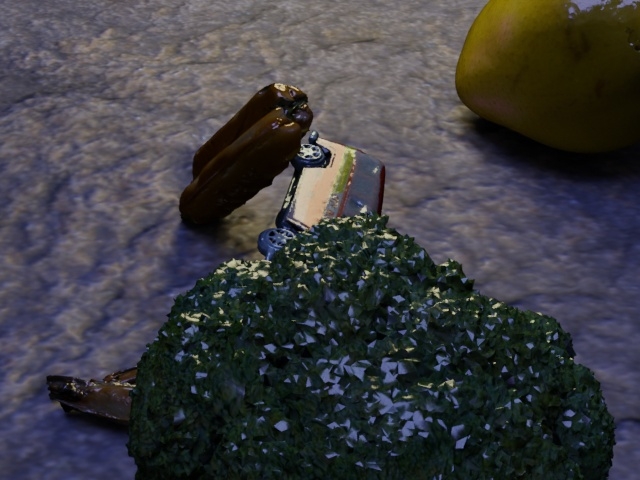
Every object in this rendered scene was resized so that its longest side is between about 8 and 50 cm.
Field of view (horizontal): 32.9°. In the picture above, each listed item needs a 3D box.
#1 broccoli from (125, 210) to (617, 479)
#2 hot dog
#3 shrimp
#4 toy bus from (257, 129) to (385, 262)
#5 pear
[{"bbox_3d":[0.032,0.159,0.835,0.413,0.321,0.310,-28,35,-9],"label":"broccoli"},{"bbox_3d":[-0.089,-0.094,1.214,0.072,0.269,0.115,21,66,-21],"label":"hot dog"},{"bbox_3d":[-0.176,0.143,1.043,0.180,0.041,0.099,3,36,3],"label":"shrimp"},{"bbox_3d":[0.000,0.000,1.181,0.120,0.121,0.265,15,38,1],"label":"toy bus"},{"bbox_3d":[0.337,-0.245,1.418,0.285,0.285,0.336,-13,0,-18],"label":"pear"}]
